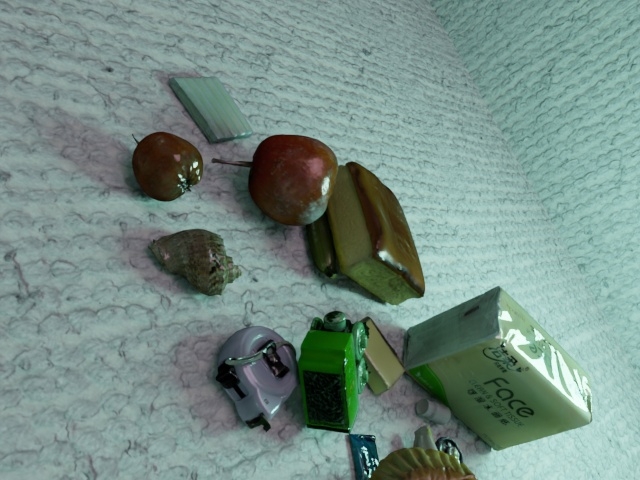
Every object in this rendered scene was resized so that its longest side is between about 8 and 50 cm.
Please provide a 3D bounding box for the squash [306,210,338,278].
[{"bbox_3d":[0.000,0.000,1.817,0.066,0.066,0.252,21,46,-39],"label":"squash"}]

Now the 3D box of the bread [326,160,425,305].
[{"bbox_3d":[0.148,-0.016,1.894,0.324,0.143,0.332,34,36,-53],"label":"bread"}]

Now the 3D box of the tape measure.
[{"bbox_3d":[-0.123,0.263,1.409,0.178,0.105,0.196,50,35,-7],"label":"tape measure"}]

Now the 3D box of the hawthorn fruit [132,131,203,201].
[{"bbox_3d":[-0.348,-0.165,1.483,0.189,0.149,0.149,24,39,-3],"label":"hawthorn fruit"}]

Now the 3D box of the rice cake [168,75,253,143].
[{"bbox_3d":[-0.280,-0.347,1.802,0.189,0.037,0.198,-21,78,-55],"label":"rice cake"}]

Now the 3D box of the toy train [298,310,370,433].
[{"bbox_3d":[0.028,0.282,1.489,0.188,0.133,0.243,-59,148,-59],"label":"toy train"}]

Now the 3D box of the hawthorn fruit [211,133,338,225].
[{"bbox_3d":[-0.071,-0.170,1.731,0.262,0.231,0.235,57,23,-5],"label":"hawthorn fruit"}]

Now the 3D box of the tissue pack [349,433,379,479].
[{"bbox_3d":[0.108,0.503,1.554,0.085,0.028,0.138,21,43,-39],"label":"tissue pack"}]

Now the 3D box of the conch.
[{"bbox_3d":[-0.265,0.038,1.462,0.207,0.129,0.155,15,12,-15],"label":"conch"}]

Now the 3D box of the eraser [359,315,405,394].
[{"bbox_3d":[0.131,0.288,1.735,0.172,0.058,0.117,55,34,1],"label":"eraser"}]

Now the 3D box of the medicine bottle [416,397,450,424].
[{"bbox_3d":[0.296,0.447,1.803,0.089,0.052,0.052,30,41,-32],"label":"medicine bottle"}]

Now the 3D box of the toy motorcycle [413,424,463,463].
[{"bbox_3d":[0.268,0.599,1.596,0.223,0.108,0.340,31,42,-26],"label":"toy motorcycle"}]

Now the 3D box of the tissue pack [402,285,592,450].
[{"bbox_3d":[0.473,0.357,1.852,0.405,0.332,0.205,41,40,-19],"label":"tissue pack"}]

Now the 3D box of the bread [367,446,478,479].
[{"bbox_3d":[0.219,0.564,1.435,0.149,0.274,0.274,91,-21,-69],"label":"bread"}]
